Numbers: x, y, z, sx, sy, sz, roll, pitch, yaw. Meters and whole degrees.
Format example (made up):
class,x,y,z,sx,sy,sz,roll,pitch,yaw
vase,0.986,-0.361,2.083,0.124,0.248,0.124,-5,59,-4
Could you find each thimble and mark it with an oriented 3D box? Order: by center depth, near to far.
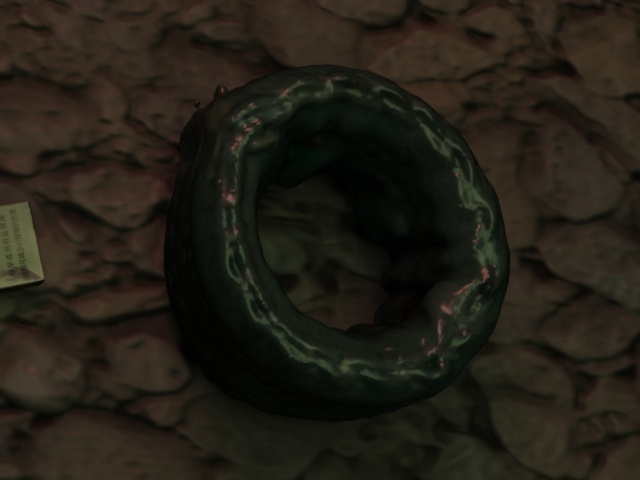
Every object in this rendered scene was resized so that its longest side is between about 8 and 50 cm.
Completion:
class,x,y,z,sx,sy,sz,roll,pitch,yaw
thimble,0.000,0.000,1.083,0.198,0.143,0.235,-39,92,-20

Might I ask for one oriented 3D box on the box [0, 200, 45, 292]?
class,x,y,z,sx,sy,sz,roll,pitch,yaw
box,-0.217,0.009,1.076,0.083,0.024,0.054,-10,86,-20
